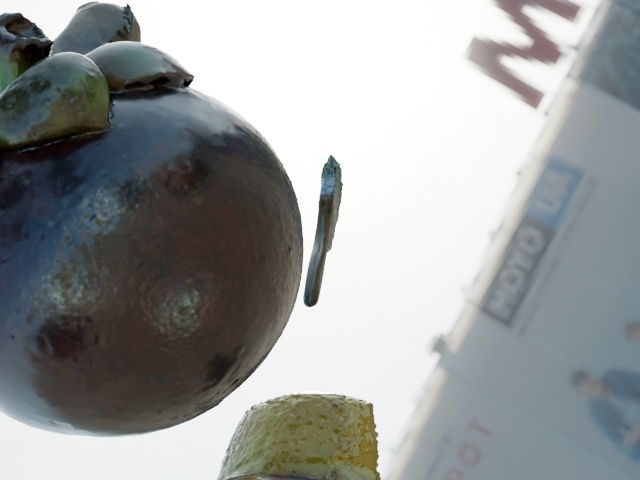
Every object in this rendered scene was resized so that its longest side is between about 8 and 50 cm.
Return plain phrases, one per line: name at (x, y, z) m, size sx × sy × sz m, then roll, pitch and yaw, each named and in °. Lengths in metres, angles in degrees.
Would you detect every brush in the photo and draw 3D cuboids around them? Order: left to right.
brush at (0.000, 0.000, 1.555) m, size 0.196 × 0.021 × 0.070 m, roll -77°, pitch -8°, yaw -55°

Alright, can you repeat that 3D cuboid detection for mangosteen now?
mangosteen at (-0.156, -0.006, 1.322) m, size 0.300 × 0.300 × 0.300 m, roll -52°, pitch -17°, yaw -23°

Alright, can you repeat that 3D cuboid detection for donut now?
donut at (-0.030, 0.221, 1.765) m, size 0.295 × 0.151 × 0.112 m, roll 113°, pitch 169°, yaw -66°

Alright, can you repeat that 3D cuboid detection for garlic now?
garlic at (-0.226, -0.180, 1.761) m, size 0.152 × 0.084 × 0.066 m, roll -63°, pitch -21°, yaw -45°
